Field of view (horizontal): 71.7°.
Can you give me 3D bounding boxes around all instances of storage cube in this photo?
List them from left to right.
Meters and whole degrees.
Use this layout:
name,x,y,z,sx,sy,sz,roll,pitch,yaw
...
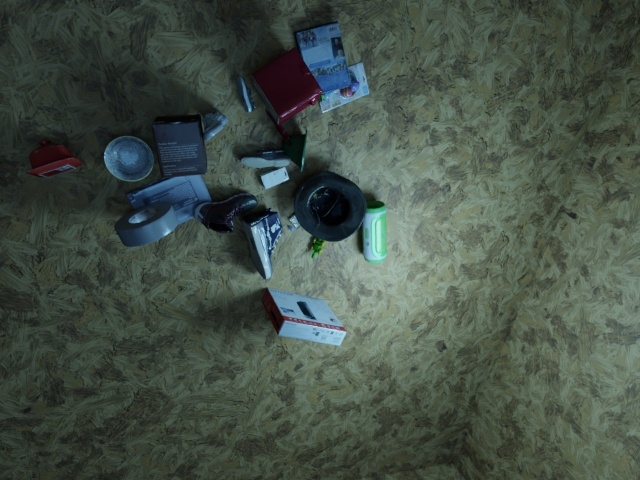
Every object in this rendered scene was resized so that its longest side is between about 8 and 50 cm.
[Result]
name,x,y,z,sx,sy,sz,roll,pitch,yaw
storage cube,-0.130,-0.582,1.697,0.193,0.183,0.215,-33,99,-2

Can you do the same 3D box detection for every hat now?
name,x,y,z,sx,sy,sz,roll,pitch,yaw
hat,-0.155,-0.399,1.858,0.184,0.208,0.173,7,156,-5
hat,0.035,-0.156,2.031,0.332,0.134,0.331,-2,99,-9

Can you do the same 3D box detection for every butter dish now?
name,x,y,z,sx,sy,sz,roll,pitch,yaw
butter dish,-0.949,-0.297,1.560,0.160,0.160,0.118,-22,96,-12

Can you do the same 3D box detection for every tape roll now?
name,x,y,z,sx,sy,sz,roll,pitch,yaw
tape roll,-0.655,-0.064,1.672,0.219,0.219,0.072,-22,119,-12

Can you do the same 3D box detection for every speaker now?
name,x,y,z,sx,sy,sz,roll,pitch,yaw
speaker,0.265,-0.041,2.186,0.131,0.131,0.296,-14,118,-17

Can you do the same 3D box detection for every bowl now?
name,x,y,z,sx,sy,sz,roll,pitch,yaw
bowl,-0.720,-0.316,1.669,0.170,0.080,0.170,-10,117,-19

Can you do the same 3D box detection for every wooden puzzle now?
name,x,y,z,sx,sy,sz,roll,pitch,yaw
wooden puzzle,-0.103,-0.099,2.070,0.116,0.014,0.078,-34,117,-5

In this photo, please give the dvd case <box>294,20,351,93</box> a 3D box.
name,x,y,z,sx,sy,sz,roll,pitch,yaw
dvd case,0.012,-0.730,1.787,0.181,0.022,0.252,-17,110,-6

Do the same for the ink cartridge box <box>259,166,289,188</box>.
name,x,y,z,sx,sy,sz,roll,pitch,yaw
ink cartridge box,-0.202,-0.277,1.936,0.115,0.029,0.062,-25,120,-12

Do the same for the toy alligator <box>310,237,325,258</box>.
name,x,y,z,sx,sy,sz,roll,pitch,yaw
toy alligator,0.000,0.000,2.140,0.051,0.056,0.189,-16,128,-65

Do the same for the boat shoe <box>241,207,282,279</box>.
name,x,y,z,sx,sy,sz,roll,pitch,yaw
boat shoe,-0.235,0.015,2.007,0.158,0.127,0.340,-29,131,-25

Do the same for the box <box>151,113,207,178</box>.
name,x,y,z,sx,sy,sz,roll,pitch,yaw
box,-0.524,-0.357,1.670,0.169,0.167,0.203,-6,115,-10

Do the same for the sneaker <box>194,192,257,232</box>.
name,x,y,z,sx,sy,sz,roll,pitch,yaw
sneaker,-0.367,-0.098,1.844,0.282,0.162,0.106,-19,138,-28

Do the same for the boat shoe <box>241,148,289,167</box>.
name,x,y,z,sx,sy,sz,roll,pitch,yaw
boat shoe,-0.235,-0.354,1.881,0.206,0.075,0.064,-2,71,-16

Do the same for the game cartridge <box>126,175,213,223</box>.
name,x,y,z,sx,sy,sz,roll,pitch,yaw
game cartridge,-0.604,-0.162,1.807,0.294,0.060,0.196,-24,117,-11

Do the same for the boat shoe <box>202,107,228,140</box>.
name,x,y,z,sx,sy,sz,roll,pitch,yaw
boat shoe,-0.413,-0.440,1.669,0.083,0.226,0.075,-35,112,15

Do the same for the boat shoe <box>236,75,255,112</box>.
name,x,y,z,sx,sy,sz,roll,pitch,yaw
boat shoe,-0.294,-0.580,1.750,0.040,0.049,0.142,-32,125,-29

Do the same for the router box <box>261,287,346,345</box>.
name,x,y,z,sx,sy,sz,roll,pitch,yaw
router box,-0.085,0.362,2.121,0.336,0.301,0.082,16,106,-29

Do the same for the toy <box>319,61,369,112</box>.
name,x,y,z,sx,sy,sz,roll,pitch,yaw
toy,0.101,-0.646,1.876,0.237,0.056,0.136,-25,121,-11
